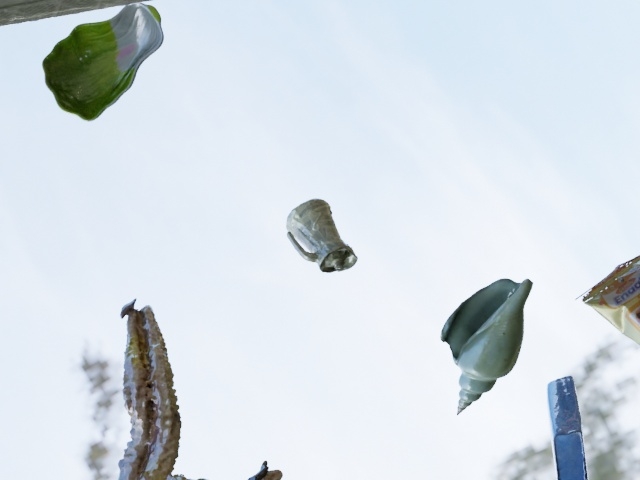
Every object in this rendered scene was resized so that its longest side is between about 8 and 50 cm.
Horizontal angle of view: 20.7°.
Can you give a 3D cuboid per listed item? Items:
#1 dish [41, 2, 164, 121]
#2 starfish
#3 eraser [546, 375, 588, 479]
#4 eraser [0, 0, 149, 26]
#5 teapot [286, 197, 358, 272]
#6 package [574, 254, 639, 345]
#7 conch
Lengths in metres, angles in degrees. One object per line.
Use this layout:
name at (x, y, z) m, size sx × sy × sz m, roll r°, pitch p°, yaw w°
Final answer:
dish at (-0.208, -0.180, 1.753) m, size 0.091 × 0.137 × 0.039 m, roll 54°, pitch -173°, yaw 17°
starfish at (-0.196, 0.274, 1.661) m, size 0.398 × 0.384 × 0.132 m, roll -50°, pitch -61°, yaw -11°
eraser at (0.329, 0.344, 2.268) m, size 0.144 × 0.043 × 0.311 m, roll -83°, pitch -16°, yaw -64°
eraser at (-0.132, -0.227, 1.227) m, size 0.404 × 0.098 × 0.096 m, roll -16°, pitch -121°, yaw -34°
teapot at (0.000, 0.000, 1.973) m, size 0.067 × 0.057 × 0.083 m, roll -18°, pitch -125°, yaw -29°
package at (0.266, 0.049, 1.286) m, size 0.108 × 0.031 × 0.121 m, roll -34°, pitch -119°, yaw -24°
conch at (0.185, 0.117, 1.994) m, size 0.088 × 0.180 × 0.065 m, roll 26°, pitch -169°, yaw 20°
